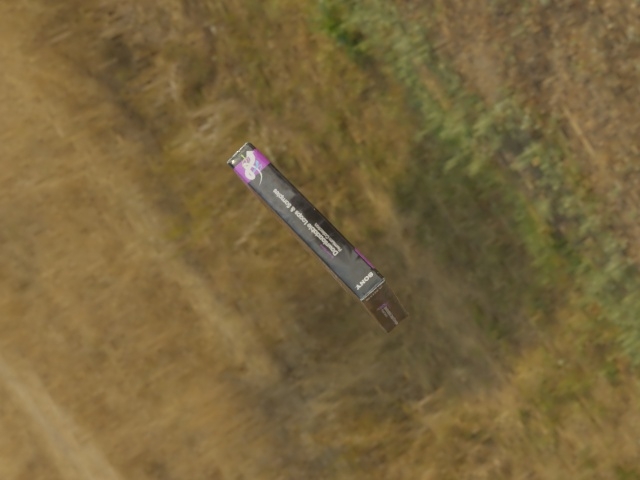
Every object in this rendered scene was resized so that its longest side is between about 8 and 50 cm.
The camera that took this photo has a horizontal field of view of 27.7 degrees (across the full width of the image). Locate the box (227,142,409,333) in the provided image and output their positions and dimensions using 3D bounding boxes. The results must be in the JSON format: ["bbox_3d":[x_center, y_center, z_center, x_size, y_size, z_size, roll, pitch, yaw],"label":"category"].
[{"bbox_3d":[0.000,0.000,1.041,0.162,0.029,0.116,44,178,22],"label":"box"}]
